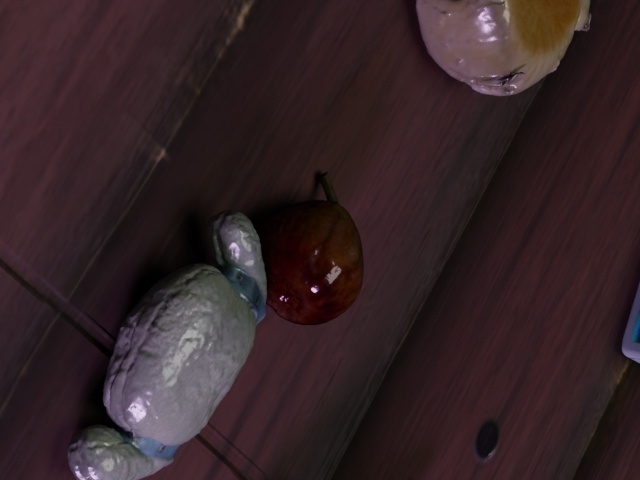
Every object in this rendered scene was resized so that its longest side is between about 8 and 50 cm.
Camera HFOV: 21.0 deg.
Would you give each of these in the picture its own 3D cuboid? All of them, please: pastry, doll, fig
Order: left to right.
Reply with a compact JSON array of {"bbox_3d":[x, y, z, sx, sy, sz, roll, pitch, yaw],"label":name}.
[{"bbox_3d":[-0.095,0.080,1.173,0.103,0.071,0.214,42,71,-45],"label":"doll"},{"bbox_3d":[0.000,0.000,1.264,0.125,0.089,0.089,-60,139,-39],"label":"fig"},{"bbox_3d":[0.148,-0.198,1.375,0.166,0.088,0.166,-18,114,-47],"label":"pastry"}]

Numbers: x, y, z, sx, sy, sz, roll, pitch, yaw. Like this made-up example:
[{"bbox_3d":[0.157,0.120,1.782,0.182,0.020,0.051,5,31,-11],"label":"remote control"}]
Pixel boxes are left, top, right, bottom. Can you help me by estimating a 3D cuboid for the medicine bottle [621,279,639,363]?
[{"bbox_3d":[0.381,0.019,1.678,0.083,0.121,0.229,24,80,-49],"label":"medicine bottle"}]
